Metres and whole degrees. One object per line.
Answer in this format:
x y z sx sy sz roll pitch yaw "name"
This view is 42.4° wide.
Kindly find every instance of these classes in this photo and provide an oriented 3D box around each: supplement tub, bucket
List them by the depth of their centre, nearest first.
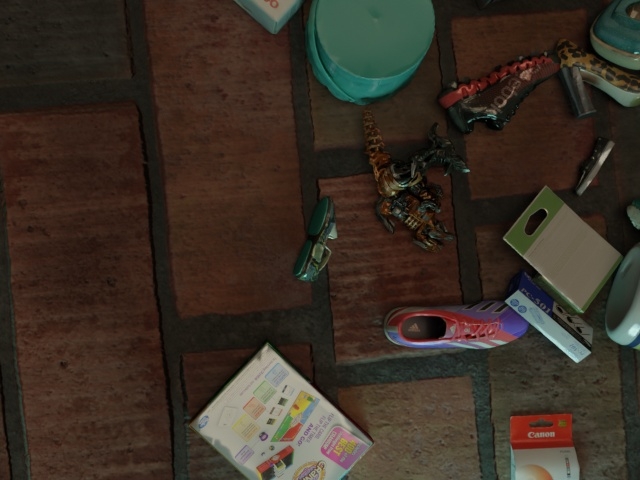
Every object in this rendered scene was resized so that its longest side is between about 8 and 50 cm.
0.100 -0.431 1.702 0.281 0.183 0.281 0 89 -4 "bucket"
0.784 0.147 1.712 0.316 0.228 0.228 17 89 5 "supplement tub"

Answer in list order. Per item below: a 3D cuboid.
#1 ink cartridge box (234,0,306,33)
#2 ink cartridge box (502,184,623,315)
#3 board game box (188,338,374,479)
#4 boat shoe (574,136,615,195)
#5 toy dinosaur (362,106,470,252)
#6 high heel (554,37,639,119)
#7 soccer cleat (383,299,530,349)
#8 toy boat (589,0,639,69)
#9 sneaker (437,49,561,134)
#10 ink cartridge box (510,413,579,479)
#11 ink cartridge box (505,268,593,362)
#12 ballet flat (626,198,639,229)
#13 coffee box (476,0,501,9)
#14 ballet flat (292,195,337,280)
-0.079 -0.603 1.723 0.197 0.114 0.273 41 89 -4 "ink cartridge box"
0.515 0.022 1.777 0.235 0.056 0.171 42 72 0 "ink cartridge box"
-0.082 0.405 1.752 0.316 0.064 0.242 44 87 -3 "board game box"
0.593 -0.163 1.809 0.040 0.049 0.142 32 86 15 "boat shoe"
0.192 -0.134 1.735 0.218 0.164 0.322 -33 114 13 "toy dinosaur"
0.644 -0.381 1.795 0.261 0.093 0.186 -15 78 -10 "high heel"
0.298 0.184 1.751 0.318 0.116 0.108 -1 90 -4 "soccer cleat"
0.741 -0.446 1.702 0.318 0.148 0.267 32 61 30 "toy boat"
0.396 -0.312 1.766 0.276 0.097 0.135 -23 91 -1 "sneaker"
0.492 0.475 1.803 0.146 0.045 0.179 -1 93 -4 "ink cartridge box"
0.493 0.161 1.771 0.207 0.097 0.046 40 123 -3 "ink cartridge box"
0.859 0.001 1.788 0.409 0.147 0.146 6 90 -4 "ballet flat"
0.379 -0.601 1.663 0.119 0.297 0.168 -23 92 -3 "coffee box"
0.000 0.000 1.765 0.070 0.070 0.188 23 91 -4 "ballet flat"
